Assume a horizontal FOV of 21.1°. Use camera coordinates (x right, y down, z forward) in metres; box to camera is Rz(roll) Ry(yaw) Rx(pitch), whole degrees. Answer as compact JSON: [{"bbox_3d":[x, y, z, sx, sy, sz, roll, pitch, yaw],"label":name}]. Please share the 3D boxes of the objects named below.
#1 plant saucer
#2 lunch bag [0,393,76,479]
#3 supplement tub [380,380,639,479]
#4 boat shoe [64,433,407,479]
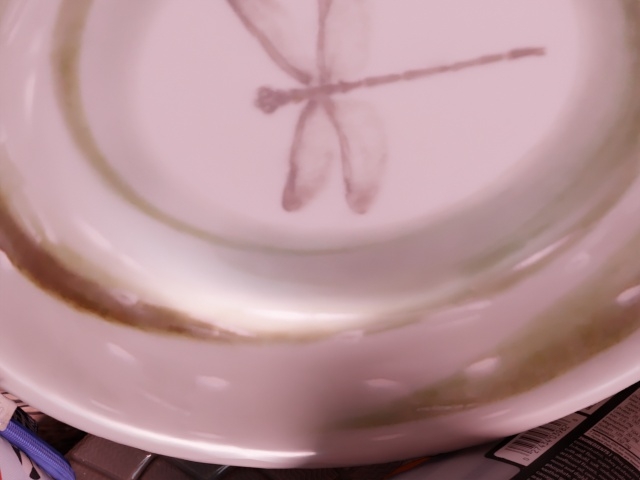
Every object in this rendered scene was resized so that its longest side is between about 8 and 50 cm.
[{"bbox_3d":[0.019,-0.056,0.715,0.400,0.100,0.400,-5,139,-4],"label":"plant saucer"},{"bbox_3d":[-0.270,0.120,0.781,0.303,0.115,0.243,-8,151,18],"label":"lunch bag"},{"bbox_3d":[0.131,0.173,0.904,0.316,0.193,0.193,-26,162,-49],"label":"supplement tub"},{"bbox_3d":[-0.094,0.155,1.021,0.355,0.132,0.130,-26,-179,20],"label":"boat shoe"}]
